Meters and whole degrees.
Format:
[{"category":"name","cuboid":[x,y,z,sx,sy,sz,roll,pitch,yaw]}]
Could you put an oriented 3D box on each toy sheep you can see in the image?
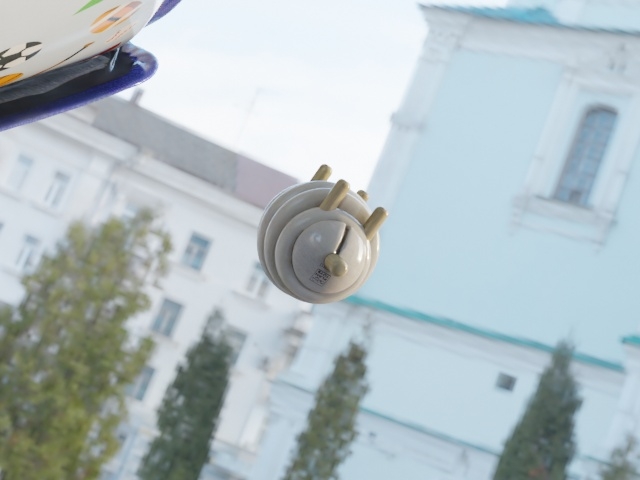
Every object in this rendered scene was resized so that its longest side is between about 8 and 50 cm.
[{"category":"toy sheep","cuboid":[0.000,0.000,0.874,0.091,0.091,0.132,24,6,-11]}]

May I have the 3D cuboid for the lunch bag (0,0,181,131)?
[{"category":"lunch bag","cuboid":[-0.257,-0.187,0.875,0.385,0.328,0.239,-28,-92,56]}]
